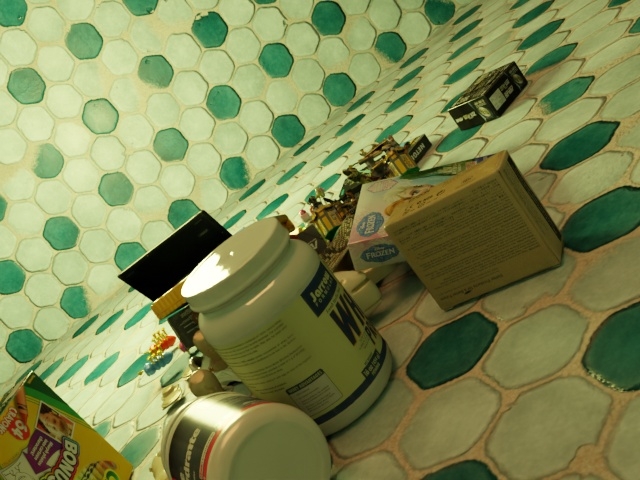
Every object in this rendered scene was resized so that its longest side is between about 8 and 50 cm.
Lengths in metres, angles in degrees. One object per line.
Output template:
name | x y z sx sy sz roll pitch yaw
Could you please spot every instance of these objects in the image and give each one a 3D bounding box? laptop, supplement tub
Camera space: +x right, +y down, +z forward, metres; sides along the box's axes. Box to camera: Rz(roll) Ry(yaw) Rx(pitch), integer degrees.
laptop | -0.494 0.038 2.795 0.382 0.408 0.236 -37 49 6
supplement tub | -0.055 0.146 1.286 0.235 0.325 0.235 -33 18 13
supplement tub | -0.124 0.335 1.172 0.191 0.191 0.272 -46 17 -25

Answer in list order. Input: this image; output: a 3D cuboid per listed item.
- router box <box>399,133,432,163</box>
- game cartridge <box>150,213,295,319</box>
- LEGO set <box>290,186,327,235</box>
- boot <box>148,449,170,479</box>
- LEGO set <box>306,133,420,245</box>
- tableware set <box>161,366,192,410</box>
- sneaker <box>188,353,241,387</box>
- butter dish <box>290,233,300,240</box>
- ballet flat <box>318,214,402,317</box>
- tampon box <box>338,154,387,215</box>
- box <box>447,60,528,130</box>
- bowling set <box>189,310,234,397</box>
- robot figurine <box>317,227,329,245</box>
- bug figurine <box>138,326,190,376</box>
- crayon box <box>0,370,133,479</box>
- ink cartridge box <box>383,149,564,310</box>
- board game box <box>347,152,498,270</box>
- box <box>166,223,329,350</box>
router box | 0.231 -0.231 2.242 0.133 0.046 0.179 -18 26 51
game cartridge | -0.209 0.056 1.691 0.323 0.053 0.285 -37 0 6
LEGO set | -0.023 -0.078 2.189 0.132 0.107 0.287 -21 -4 -14
boot | -0.278 0.459 1.359 0.262 0.095 0.203 -51 14 -18
LEGO set | 0.102 -0.145 1.873 0.331 0.192 0.255 -41 -24 21
tableware set | -0.344 0.363 1.915 0.141 0.020 0.168 -39 14 -8
sneaker | -0.208 0.262 1.709 0.232 0.115 0.090 -32 16 23
butter dish | -0.085 0.077 1.588 0.160 0.118 0.160 -36 -10 -1
ballet flat | 0.067 0.076 1.576 0.182 0.164 0.483 -13 24 30
tampon box | 0.149 -0.143 2.074 0.161 0.101 0.120 -30 18 25
box | 0.467 -0.403 2.133 0.180 0.078 0.147 -47 18 -30
bowling set | -0.173 0.209 1.608 0.287 0.154 0.200 -38 46 -8
robot figurine | 0.000 0.000 2.070 0.115 0.067 0.101 -25 3 42
bug figurine | -0.415 0.294 2.170 0.216 0.072 0.279 -33 11 -2
crayon box | -0.546 0.475 1.499 0.106 0.313 0.363 -38 16 12
ink cartridge box | 0.258 -0.012 1.287 0.234 0.193 0.088 -27 17 34
board game box | 0.228 -0.066 1.557 0.317 0.066 0.319 -13 23 14
box | -0.175 0.116 1.827 0.394 0.097 0.318 -33 -3 -12
